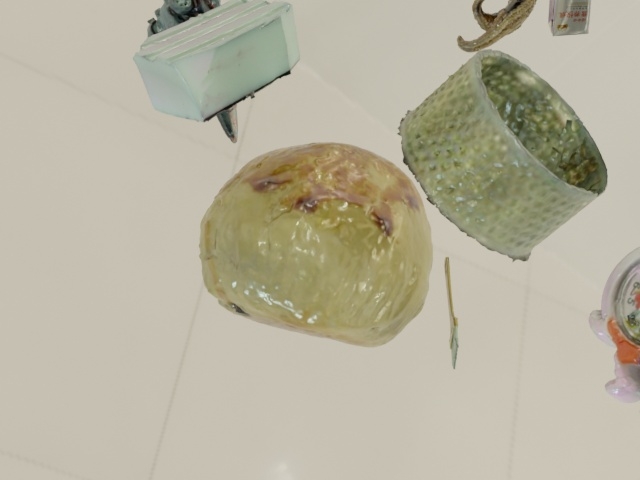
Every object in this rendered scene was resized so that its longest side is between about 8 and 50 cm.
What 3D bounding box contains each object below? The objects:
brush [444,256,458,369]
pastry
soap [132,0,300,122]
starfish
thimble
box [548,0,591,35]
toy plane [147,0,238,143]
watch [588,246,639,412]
[{"bbox_3d":[0.240,0.123,2.054,0.010,0.082,0.218,0,53,0],"label":"brush"},{"bbox_3d":[0.000,0.000,1.830,0.388,0.388,0.313,20,81,-20],"label":"pastry"},{"bbox_3d":[-0.133,-0.235,1.454,0.230,0.145,0.091,-35,125,-37],"label":"soap"},{"bbox_3d":[0.203,-0.284,1.196,0.074,0.146,0.190,22,67,6],"label":"starfish"},{"bbox_3d":[0.253,-0.119,1.532,0.271,0.150,0.271,31,35,-25],"label":"thimble"},{"bbox_3d":[0.320,-0.320,1.435,0.050,0.117,0.036,-5,40,3],"label":"box"},{"bbox_3d":[-0.190,-0.296,1.709,0.104,0.223,0.326,-3,70,-32],"label":"toy plane"},{"bbox_3d":[0.441,0.127,1.255,0.231,0.244,0.196,25,93,-46],"label":"watch"}]
